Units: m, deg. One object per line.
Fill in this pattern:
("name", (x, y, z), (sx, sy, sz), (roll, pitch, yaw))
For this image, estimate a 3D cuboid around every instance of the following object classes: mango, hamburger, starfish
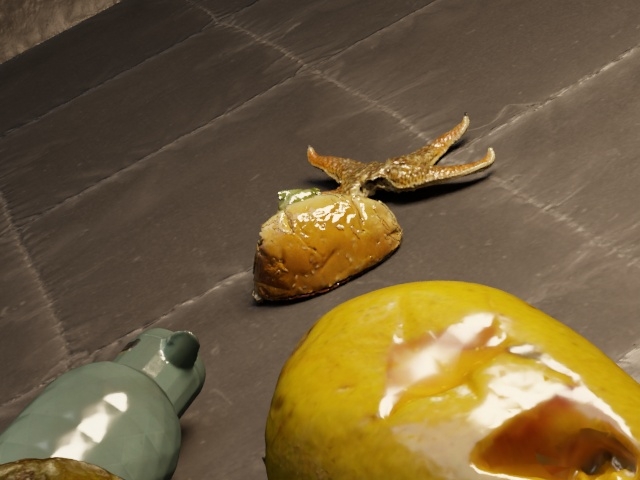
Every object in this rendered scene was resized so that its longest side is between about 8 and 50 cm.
("mango", (0.114, 0.154, 0.948), (0.253, 0.182, 0.365), (-36, 38, -29))
("hamburger", (-0.006, -0.003, 1.426), (0.176, 0.102, 0.087), (-22, 38, 6))
("starfish", (0.088, -0.085, 1.565), (0.247, 0.050, 0.138), (-8, 29, 19))

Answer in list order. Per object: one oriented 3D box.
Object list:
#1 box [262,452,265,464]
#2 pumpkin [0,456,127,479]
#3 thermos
("box", (-0.003, 0.177, 1.120), (0.060, 0.063, 0.085), (-7, 32, 32))
("pumpkin", (-0.189, 0.256, 0.961), (0.219, 0.219, 0.162), (-31, -5, -12))
("thermos", (-0.208, 0.198, 1.194), (0.182, 0.145, 0.286), (-48, 1, 45))
